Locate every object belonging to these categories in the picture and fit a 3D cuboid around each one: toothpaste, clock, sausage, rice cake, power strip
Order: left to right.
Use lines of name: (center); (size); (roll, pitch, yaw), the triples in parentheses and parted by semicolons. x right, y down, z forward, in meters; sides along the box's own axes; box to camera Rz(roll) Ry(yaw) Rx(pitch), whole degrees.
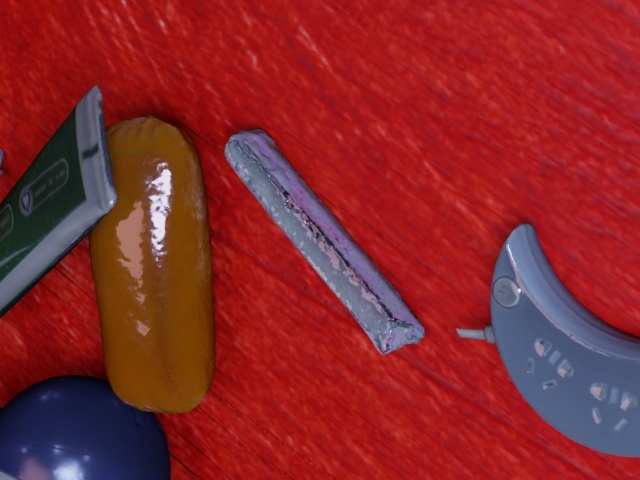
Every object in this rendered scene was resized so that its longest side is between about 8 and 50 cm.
toothpaste: (-0.244, 0.001, 1.374); (0.392, 0.061, 0.099); (-38, 58, 52)
clock: (-0.237, 0.190, 1.408); (0.243, 0.199, 0.147); (-10, 60, 41)
sausage: (-0.131, 0.018, 1.320); (0.098, 0.098, 0.238); (8, 110, 35)
rice cake: (0.001, 0.000, 1.251); (0.208, 0.033, 0.033); (50, 129, 13)
power strip: (0.186, 0.070, 1.127); (0.216, 0.044, 0.137); (17, 114, 32)

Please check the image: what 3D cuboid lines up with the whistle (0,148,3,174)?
whistle: (-0.307, -0.064, 1.468); (0.083, 0.029, 0.033); (3, 69, 31)
